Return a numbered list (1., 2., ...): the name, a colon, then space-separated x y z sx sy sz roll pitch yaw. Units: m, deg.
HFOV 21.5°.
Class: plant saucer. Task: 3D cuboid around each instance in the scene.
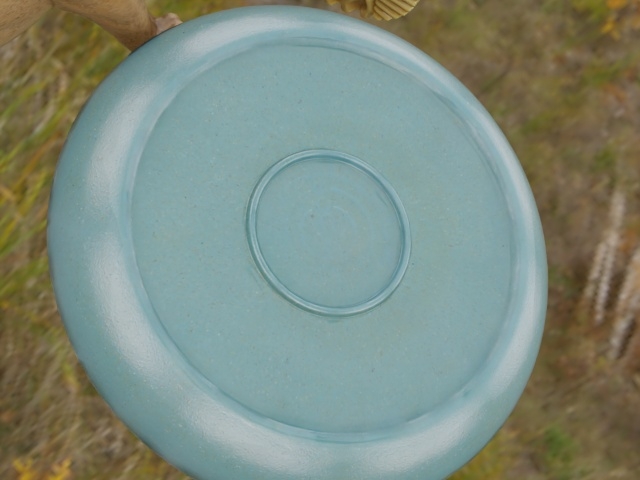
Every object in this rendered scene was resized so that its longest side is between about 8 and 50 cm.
1. plant saucer: 0.000 0.000 0.991 0.318 0.044 0.317 6 72 -19

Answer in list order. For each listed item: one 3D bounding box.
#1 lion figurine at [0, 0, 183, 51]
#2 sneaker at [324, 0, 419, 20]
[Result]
1. lion figurine: -0.228 -0.147 0.989 0.142 0.392 0.240 53 1 25
2. sneaker: -0.012 -0.136 0.517 0.084 0.069 0.185 -41 59 -20
